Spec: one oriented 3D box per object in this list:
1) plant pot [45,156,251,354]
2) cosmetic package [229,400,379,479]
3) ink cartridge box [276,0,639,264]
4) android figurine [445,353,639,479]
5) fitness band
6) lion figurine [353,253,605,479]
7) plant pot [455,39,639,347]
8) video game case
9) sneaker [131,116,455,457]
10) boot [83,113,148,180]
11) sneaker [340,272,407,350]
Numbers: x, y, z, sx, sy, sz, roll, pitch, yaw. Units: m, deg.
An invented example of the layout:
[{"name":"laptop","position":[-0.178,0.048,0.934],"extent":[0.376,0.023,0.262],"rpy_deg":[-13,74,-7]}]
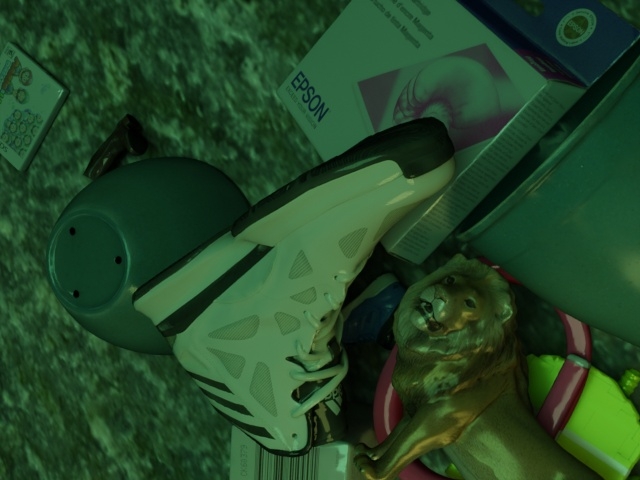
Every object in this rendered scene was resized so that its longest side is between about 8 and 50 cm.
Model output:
[{"name":"plant pot","position":[-0.252,0.025,1.058],"extent":[0.291,0.195,0.290],"rpy_deg":[1,92,24]},{"name":"cosmetic package","position":[-0.006,0.289,0.961],"extent":[0.151,0.184,0.151],"rpy_deg":[4,92,23]},{"name":"ink cartridge box","position":[0.126,-0.196,0.885],"extent":[0.330,0.071,0.324],"rpy_deg":[-49,47,18]},{"name":"android figurine","position":[0.260,0.244,0.896],"extent":[0.248,0.056,0.272],"rpy_deg":[31,93,26]},{"name":"fitness band","position":[0.180,0.158,0.890],"extent":[0.209,0.054,0.290],"rpy_deg":[29,92,27]},{"name":"lion figurine","position":[0.188,0.221,0.785],"extent":[0.240,0.142,0.392],"rpy_deg":[-40,78,-1]},{"name":"plant pot","position":[0.322,-0.019,0.782],"extent":[0.255,0.271,0.271],"rpy_deg":[42,108,1]},{"name":"video game case","position":[-0.489,-0.216,1.253],"extent":[0.143,0.019,0.157],"rpy_deg":[40,106,18]},{"name":"sneaker","position":[0.009,0.069,0.820],"extent":[0.448,0.169,0.257],"rpy_deg":[-32,92,40]},{"name":"boot","position":[-0.306,-0.119,1.148],"extent":[0.114,0.037,0.106],"rpy_deg":[-44,36,15]},{"name":"sneaker","position":[0.061,0.121,0.996],"extent":[0.152,0.058,0.084],"rpy_deg":[-44,66,12]}]
